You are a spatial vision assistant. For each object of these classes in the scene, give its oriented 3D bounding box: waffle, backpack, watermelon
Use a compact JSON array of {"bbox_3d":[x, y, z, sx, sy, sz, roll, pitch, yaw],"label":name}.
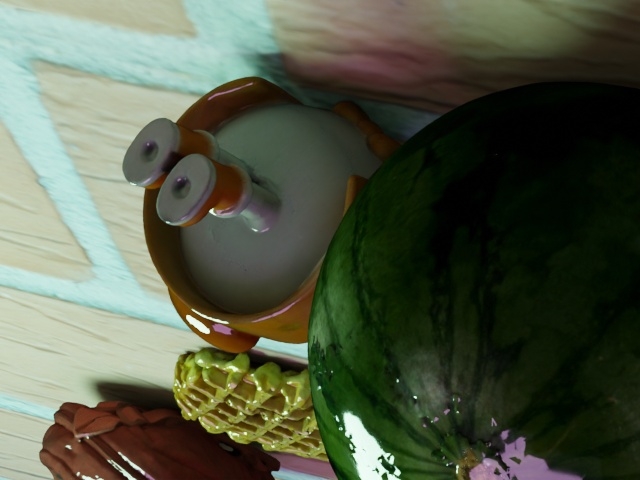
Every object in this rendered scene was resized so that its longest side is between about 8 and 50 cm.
[{"bbox_3d":[-0.044,0.140,1.366,0.191,0.038,0.191,15,157,6],"label":"waffle"},{"bbox_3d":[-0.157,0.219,1.523,0.229,0.138,0.229,28,174,3],"label":"backpack"},{"bbox_3d":[0.111,0.049,0.733,0.242,0.242,0.242,15,158,6],"label":"watermelon"}]

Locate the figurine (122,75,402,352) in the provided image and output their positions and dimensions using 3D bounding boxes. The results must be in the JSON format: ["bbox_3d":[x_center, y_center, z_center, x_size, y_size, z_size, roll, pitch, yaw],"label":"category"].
[{"bbox_3d":[0.004,-0.007,0.879,0.143,0.143,0.271,-5,174,44],"label":"figurine"}]
